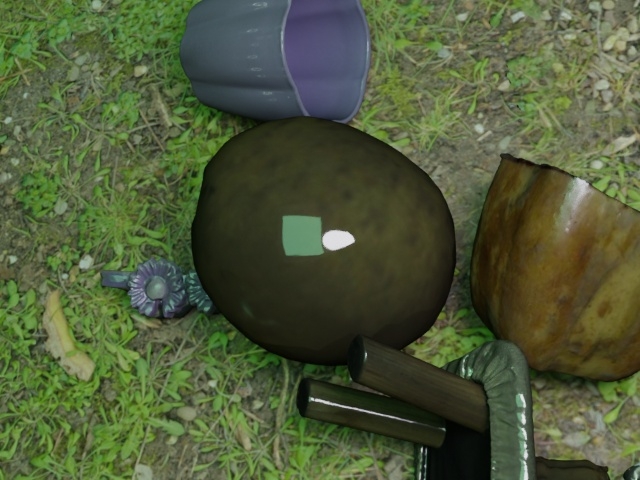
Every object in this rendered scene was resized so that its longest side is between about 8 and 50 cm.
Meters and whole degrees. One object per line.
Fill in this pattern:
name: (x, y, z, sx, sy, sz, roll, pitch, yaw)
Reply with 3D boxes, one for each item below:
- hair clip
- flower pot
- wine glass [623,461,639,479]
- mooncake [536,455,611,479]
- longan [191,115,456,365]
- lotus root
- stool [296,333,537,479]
hair clip: (-0.220, 0.075, 1.562, 0.291, 0.084, 0.106, 0, 91, 15)
flower pot: (-0.080, -0.312, 1.552, 0.243, 0.265, 0.265, 5, 75, 34)
wine glass: (0.469, 0.362, 1.200, 0.111, 0.111, 0.205, -27, 65, 9)
mooncake: (0.318, 0.380, 1.190, 0.124, 0.228, 0.228, -5, 71, 6)
longan: (0.000, 0.000, 1.362, 0.404, 0.404, 0.336, 28, 115, 25)
lotus root: (0.342, 0.042, 1.294, 0.316, 0.316, 0.250, 25, 101, 25)
stool: (0.112, 0.288, 1.214, 0.226, 0.310, 0.311, 7, 67, -18)
